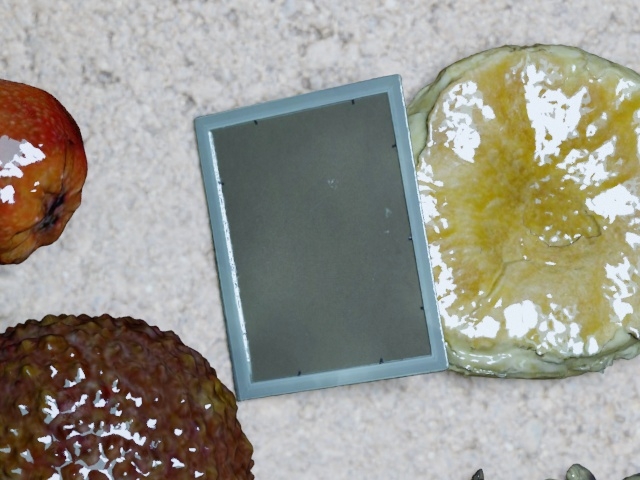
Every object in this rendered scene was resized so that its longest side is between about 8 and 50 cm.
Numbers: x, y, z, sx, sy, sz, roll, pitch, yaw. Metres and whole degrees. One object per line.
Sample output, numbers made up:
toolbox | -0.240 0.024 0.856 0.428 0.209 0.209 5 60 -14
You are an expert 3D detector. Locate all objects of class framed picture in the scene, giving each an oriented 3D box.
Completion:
framed picture | 0.000 0.000 1.652 0.217 0.017 0.274 -8 88 23

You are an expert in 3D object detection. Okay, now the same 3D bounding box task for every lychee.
lychee | -0.195 0.189 1.538 0.276 0.275 0.304 -26 61 -7

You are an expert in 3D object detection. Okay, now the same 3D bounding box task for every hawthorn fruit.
hawthorn fruit | -0.298 -0.063 1.611 0.179 0.173 0.173 0 86 21

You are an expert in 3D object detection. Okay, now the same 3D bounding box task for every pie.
pie | 0.201 -0.026 1.684 0.340 0.083 0.339 0 84 -3

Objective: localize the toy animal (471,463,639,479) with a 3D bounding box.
toy animal | 0.214 0.279 1.669 0.186 0.094 0.214 31 91 2
